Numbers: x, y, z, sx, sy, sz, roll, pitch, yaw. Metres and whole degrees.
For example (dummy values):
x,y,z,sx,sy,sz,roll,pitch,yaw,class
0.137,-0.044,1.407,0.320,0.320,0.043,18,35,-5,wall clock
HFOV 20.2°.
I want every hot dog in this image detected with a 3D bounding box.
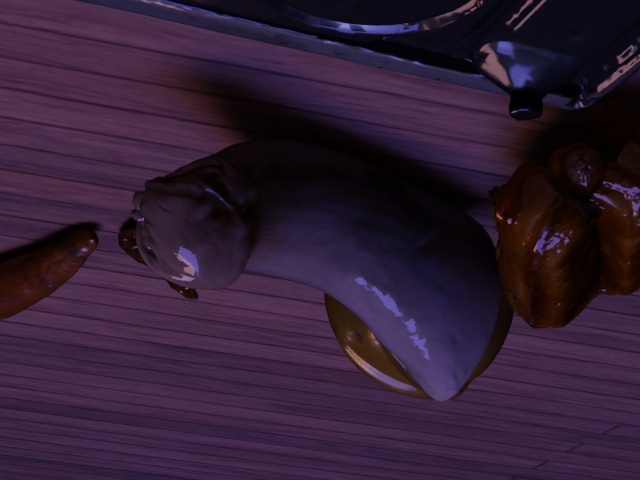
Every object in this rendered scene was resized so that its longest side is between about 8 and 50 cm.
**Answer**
x,y,z,sx,sy,sz,roll,pitch,yaw,class
0.217,-0.018,1.535,0.158,0.117,0.349,-26,164,3,hot dog

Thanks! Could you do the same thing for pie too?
x,y,z,sx,sy,sz,roll,pitch,yaw,class
-0.163,0.010,1.818,0.088,0.033,0.191,20,162,3,pie

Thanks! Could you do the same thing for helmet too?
x,y,z,sx,sy,sz,roll,pitch,yaw,class
0.106,0.091,1.838,0.257,0.140,0.205,21,155,-33,helmet

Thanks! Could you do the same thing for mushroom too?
x,y,z,sx,sy,sz,roll,pitch,yaw,class
-0.001,0.000,1.554,0.126,0.177,0.397,-23,146,39,mushroom

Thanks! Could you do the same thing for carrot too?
x,y,z,sx,sy,sz,roll,pitch,yaw,class
-0.288,0.028,1.867,0.061,0.061,0.210,18,153,-34,carrot

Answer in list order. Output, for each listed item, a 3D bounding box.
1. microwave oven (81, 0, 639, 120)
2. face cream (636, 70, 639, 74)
x,y,z,sx,sy,sz,roll,pitch,yaw,class
0.009,-0.226,0.811,0.394,0.247,0.333,11,160,-17,microwave oven
0.257,-0.143,1.239,0.143,0.089,0.314,-13,162,37,face cream
